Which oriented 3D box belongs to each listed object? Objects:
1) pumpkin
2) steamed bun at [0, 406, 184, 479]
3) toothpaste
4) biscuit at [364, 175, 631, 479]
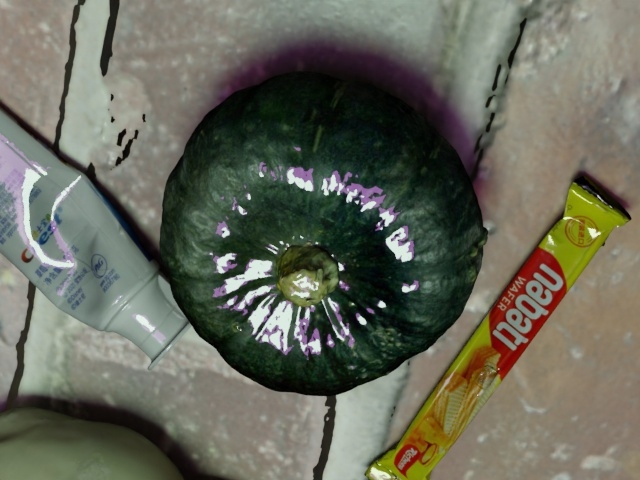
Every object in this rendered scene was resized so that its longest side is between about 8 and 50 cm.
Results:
[{"bbox_3d":[-0.002,-0.001,0.836,0.211,0.152,0.212,12,121,20],"label":"pumpkin"},{"bbox_3d":[-0.191,0.313,0.987,0.309,0.219,0.324,31,117,-6],"label":"steamed bun"},{"bbox_3d":[-0.198,-0.018,0.923,0.266,0.061,0.096,42,117,-5],"label":"toothpaste"},{"bbox_3d":[0.121,0.078,0.929,0.048,0.026,0.292,37,118,12],"label":"biscuit"}]
